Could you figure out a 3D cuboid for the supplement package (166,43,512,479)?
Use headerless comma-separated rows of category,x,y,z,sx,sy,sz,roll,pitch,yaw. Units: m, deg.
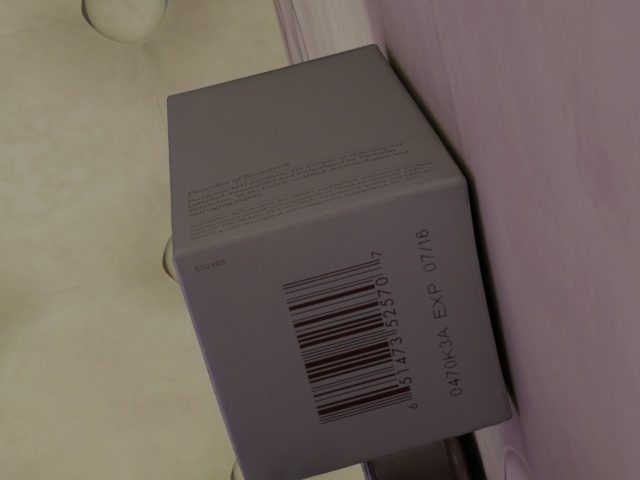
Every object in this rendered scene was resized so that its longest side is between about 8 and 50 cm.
supplement package,0.000,0.000,0.498,0.179,0.105,0.105,-108,2,-64

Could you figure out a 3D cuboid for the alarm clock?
alarm clock,0.057,0.142,0.662,0.192,0.064,0.129,-102,-1,-55
